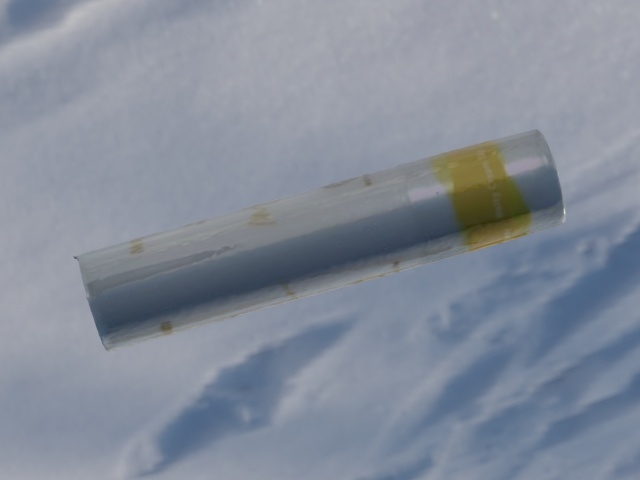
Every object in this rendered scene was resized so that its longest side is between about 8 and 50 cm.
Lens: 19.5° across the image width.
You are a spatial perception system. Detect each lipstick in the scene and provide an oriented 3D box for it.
[{"bbox_3d":[0.000,0.000,1.017,0.264,0.059,0.059,-16,151,-2],"label":"lipstick"}]
